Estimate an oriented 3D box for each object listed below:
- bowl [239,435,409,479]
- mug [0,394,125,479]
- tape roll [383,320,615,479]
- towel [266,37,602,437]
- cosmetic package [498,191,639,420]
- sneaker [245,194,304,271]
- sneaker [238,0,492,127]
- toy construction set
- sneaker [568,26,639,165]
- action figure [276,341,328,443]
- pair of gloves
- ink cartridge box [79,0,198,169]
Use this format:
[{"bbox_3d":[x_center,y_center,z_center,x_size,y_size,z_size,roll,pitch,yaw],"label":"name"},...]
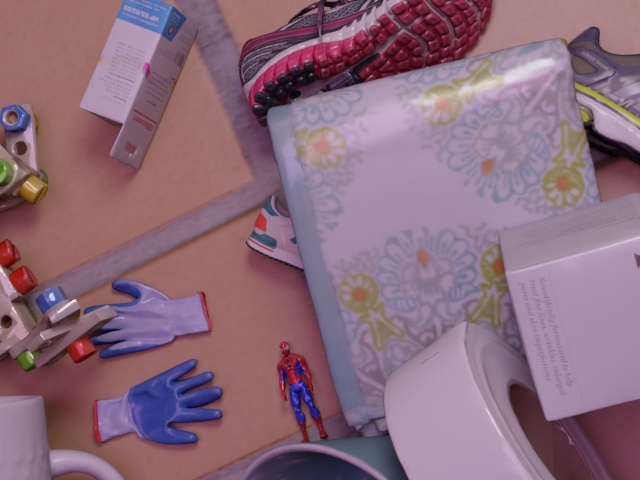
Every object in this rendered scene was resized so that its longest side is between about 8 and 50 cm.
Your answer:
[{"bbox_3d":[0.070,0.322,1.536,0.311,0.163,0.311,17,117,36],"label":"bowl"},{"bbox_3d":[-0.374,0.339,1.630,0.374,0.276,0.328,-5,88,-19],"label":"mug"},{"bbox_3d":[0.184,0.219,1.437,0.100,0.286,0.286,-38,78,17],"label":"tape roll"},{"bbox_3d":[0.138,0.005,1.580,0.321,0.090,0.374,-13,101,7],"label":"towel"},{"bbox_3d":[0.262,0.059,1.441,0.151,0.183,0.151,-16,100,8],"label":"cosmetic package"},{"bbox_3d":[0.000,0.000,1.677,0.161,0.057,0.075,21,94,16],"label":"sneaker"},{"bbox_3d":[0.047,-0.234,1.670,0.299,0.121,0.112,-23,49,1],"label":"sneaker"},{"bbox_3d":[-0.353,0.020,1.711,0.215,0.151,0.327,-33,67,6],"label":"toy construction set"},{"bbox_3d":[0.370,-0.131,1.593,0.300,0.111,0.121,28,87,12],"label":"sneaker"},{"bbox_3d":[-0.024,0.167,1.679,0.038,0.030,0.115,-21,78,14],"label":"action figure"},{"bbox_3d":[-0.194,0.137,1.719,0.159,0.023,0.198,-11,82,10],"label":"pair of gloves"},{"bbox_3d":[-0.212,-0.180,1.717,0.062,0.104,0.181,22,88,14],"label":"ink cartridge box"}]
